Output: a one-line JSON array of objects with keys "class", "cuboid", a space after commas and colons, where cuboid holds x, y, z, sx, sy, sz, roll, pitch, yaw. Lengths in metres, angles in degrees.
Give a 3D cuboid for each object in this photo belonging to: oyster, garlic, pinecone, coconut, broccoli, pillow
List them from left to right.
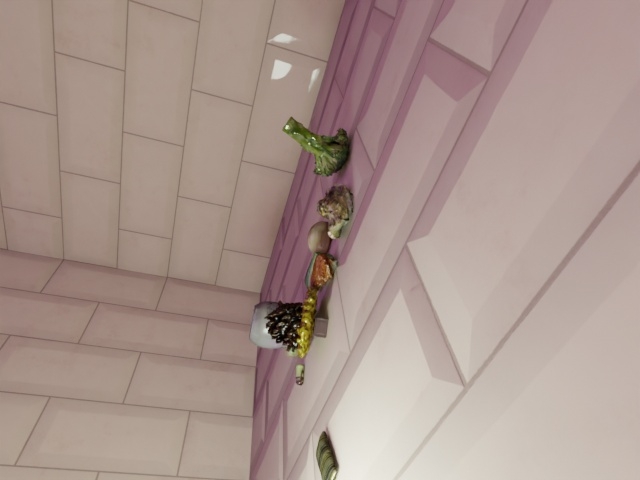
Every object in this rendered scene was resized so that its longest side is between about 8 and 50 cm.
[{"class": "pinecone", "cuboid": [-0.157, 0.431, 2.129, 0.257, 0.243, 0.243, 62, -177, -23]}, {"class": "coconut", "cuboid": [-0.156, 0.604, 2.282, 0.082, 0.081, 0.083, 20, 83, 42]}, {"class": "broccoli", "cuboid": [-0.011, -0.498, 2.066, 0.251, 0.361, 0.221, -19, 43, 30]}, {"class": "garlic", "cuboid": [-0.009, -0.001, 2.109, 0.128, 0.115, 0.207, -176, 95, -70]}, {"class": "pillow", "cuboid": [0.017, 0.789, 1.470, 0.203, 0.038, 0.113, -134, 57, -73]}, {"class": "oyster", "cuboid": [0.060, -0.131, 1.919, 0.351, 0.114, 0.238, -93, 20, -48]}]

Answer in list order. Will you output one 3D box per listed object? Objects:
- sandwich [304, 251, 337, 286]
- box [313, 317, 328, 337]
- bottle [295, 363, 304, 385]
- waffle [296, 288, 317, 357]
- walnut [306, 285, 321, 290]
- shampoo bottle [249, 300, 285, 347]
[{"class": "sandwich", "cuboid": [0.013, 0.152, 1.931, 0.160, 0.109, 0.185, 36, 113, 54]}, {"class": "box", "cuboid": [-0.002, 0.392, 1.861, 0.063, 0.060, 0.085, 121, 158, -75]}, {"class": "bottle", "cuboid": [-0.102, 0.673, 2.069, 0.063, 0.047, 0.101, 71, -165, -57]}, {"class": "waffle", "cuboid": [-0.060, 0.375, 1.909, 0.325, 0.068, 0.302, -79, -6, -46]}, {"class": "walnut", "cuboid": [-0.030, 0.218, 2.084, 0.079, 0.082, 0.096, -30, -35, -64]}, {"class": "shampoo bottle", "cuboid": [-0.279, 0.503, 2.458, 0.273, 0.266, 0.273, -170, 90, -78]}]
